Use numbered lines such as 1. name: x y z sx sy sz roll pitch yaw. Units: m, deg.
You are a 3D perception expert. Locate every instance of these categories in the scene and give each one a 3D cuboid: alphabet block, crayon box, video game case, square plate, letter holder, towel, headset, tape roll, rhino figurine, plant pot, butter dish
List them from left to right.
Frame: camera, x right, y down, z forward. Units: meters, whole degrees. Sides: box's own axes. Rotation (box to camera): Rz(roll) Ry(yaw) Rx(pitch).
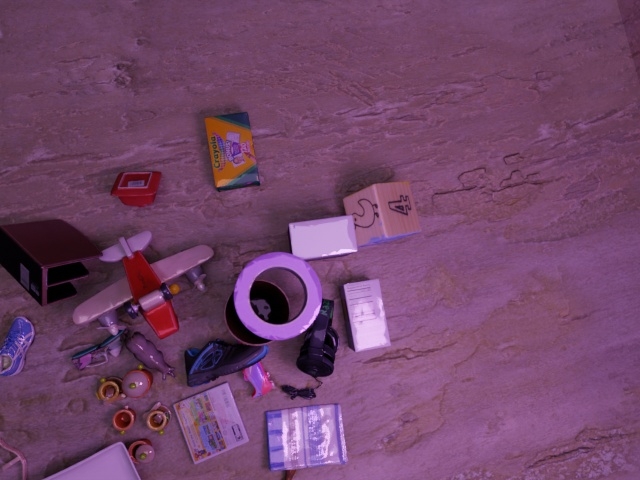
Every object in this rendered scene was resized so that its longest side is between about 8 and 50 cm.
1. letter holder: -0.918 0.061 1.528 0.302 0.215 0.151 29 117 27
2. square plate: -0.761 0.898 1.507 0.344 0.049 0.346 -24 99 -11
3. butter dish: -0.667 -0.175 1.638 0.160 0.118 0.159 -2 40 -6
4. rhino figurine: -0.592 0.409 1.559 0.073 0.106 0.243 -47 113 -23
5. video game case: -0.394 0.658 1.610 0.207 0.026 0.226 -21 87 -7
6. crayon box: -0.335 -0.336 1.697 0.166 0.081 0.278 -10 85 -7
7. plant pot: -0.222 0.252 1.565 0.216 0.230 0.215 1 81 -8
8. tape roll: -0.137 0.177 1.426 0.275 0.090 0.274 1 80 -8
9. towel: -0.051 0.711 1.610 0.286 0.034 0.209 -3 70 -6
10. headset: -0.033 0.393 1.582 0.186 0.243 0.393 9 108 7
11. alphabet block: 0.226 -0.095 1.641 0.194 0.192 0.196 -10 83 -38

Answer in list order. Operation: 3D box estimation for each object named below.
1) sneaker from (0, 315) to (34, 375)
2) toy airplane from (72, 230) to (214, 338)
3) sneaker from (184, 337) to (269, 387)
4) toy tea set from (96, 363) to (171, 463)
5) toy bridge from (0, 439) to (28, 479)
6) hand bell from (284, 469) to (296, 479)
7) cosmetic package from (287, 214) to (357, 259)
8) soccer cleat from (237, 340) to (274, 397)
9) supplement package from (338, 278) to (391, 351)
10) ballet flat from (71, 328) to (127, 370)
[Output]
1. sneaker: -1.065 0.370 1.551 0.080 0.081 0.210 6 82 -3
2. toy airplane: -0.603 0.160 1.551 0.387 0.272 0.384 5 52 12
3. sneaker: -0.341 0.403 1.551 0.341 0.125 0.139 -23 75 17
4. toy tea set: -0.641 0.603 1.542 0.200 0.124 0.335 -27 87 -8
5. toy bridge: -1.062 0.764 1.536 0.063 0.026 0.188 -33 87 -10
6. hand bell: -0.122 0.878 1.585 0.126 0.126 0.241 16 71 -3
7. cosmetic package: 0.000 0.000 1.619 0.224 0.224 0.138 -8 84 -6
8. soccer cleat: -0.257 0.450 1.617 0.095 0.083 0.247 -27 91 -15
9. supplement package: 0.160 0.273 1.647 0.134 0.139 0.243 -9 83 -7
10. ballet flat: -0.772 0.394 1.587 0.222 0.077 0.079 -29 105 -3
